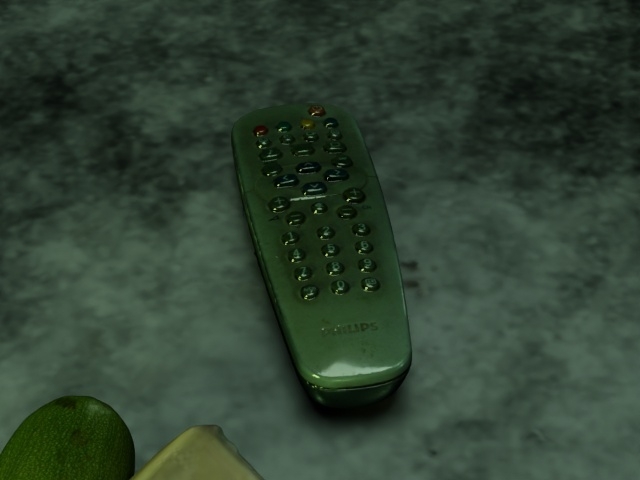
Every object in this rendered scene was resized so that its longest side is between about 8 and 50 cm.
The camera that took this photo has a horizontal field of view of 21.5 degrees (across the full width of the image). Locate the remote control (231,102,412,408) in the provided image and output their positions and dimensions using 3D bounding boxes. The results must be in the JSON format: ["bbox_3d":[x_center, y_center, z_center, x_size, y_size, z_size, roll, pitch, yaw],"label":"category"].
[{"bbox_3d":[0.000,0.000,0.852,0.072,0.042,0.222,-6,40,-7],"label":"remote control"}]

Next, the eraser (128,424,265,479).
[{"bbox_3d":[-0.099,0.217,0.529,0.144,0.078,0.343,44,50,0],"label":"eraser"}]

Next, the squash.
[{"bbox_3d":[-0.119,0.153,0.658,0.066,0.066,0.252,4,42,5],"label":"squash"}]
